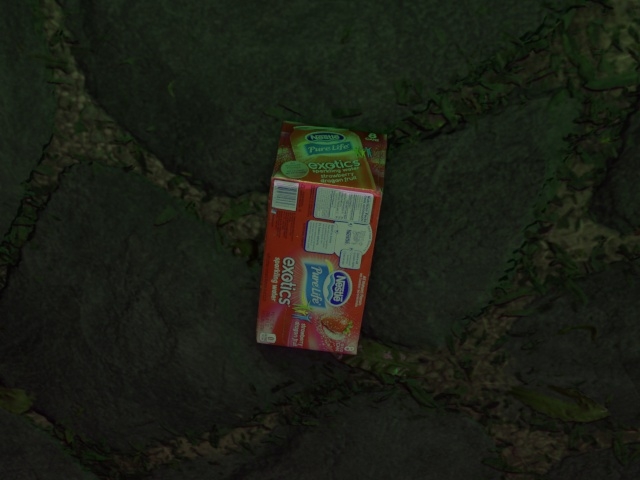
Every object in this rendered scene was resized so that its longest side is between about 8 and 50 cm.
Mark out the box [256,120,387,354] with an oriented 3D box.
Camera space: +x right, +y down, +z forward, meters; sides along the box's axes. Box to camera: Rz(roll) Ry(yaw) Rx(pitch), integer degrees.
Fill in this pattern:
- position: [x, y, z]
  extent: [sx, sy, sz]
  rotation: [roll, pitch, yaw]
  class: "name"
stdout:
- position: [0.000, 0.000, 1.547]
  extent: [0.128, 0.122, 0.257]
  rotation: [8, 129, 1]
  class: "box"
